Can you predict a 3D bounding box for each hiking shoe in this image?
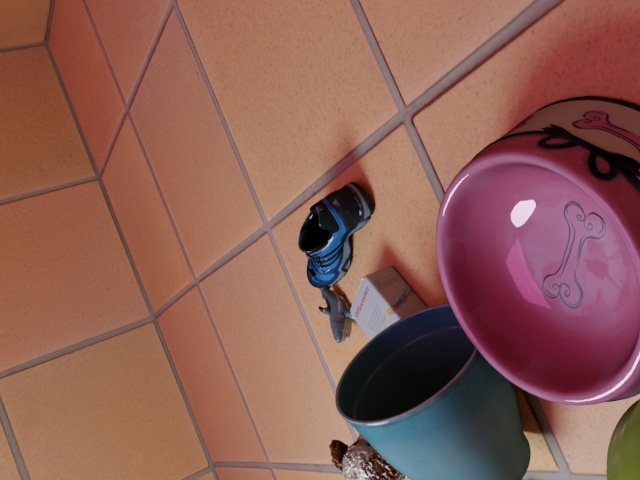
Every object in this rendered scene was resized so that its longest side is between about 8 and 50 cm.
[{"bbox_3d":[0.000,0.000,1.418,0.113,0.132,0.304,53,146,27],"label":"hiking shoe"}]

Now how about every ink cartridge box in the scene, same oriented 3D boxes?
[{"bbox_3d":[0.146,0.156,1.328,0.175,0.072,0.127,52,146,29],"label":"ink cartridge box"}]

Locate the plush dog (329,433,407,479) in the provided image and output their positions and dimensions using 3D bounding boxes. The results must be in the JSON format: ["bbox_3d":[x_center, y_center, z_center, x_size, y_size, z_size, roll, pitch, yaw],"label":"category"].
[{"bbox_3d":[0.140,0.409,1.335,0.262,0.225,0.211,-33,78,59],"label":"plush dog"}]

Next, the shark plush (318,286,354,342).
[{"bbox_3d":[0.028,0.146,1.523,0.161,0.067,0.073,66,150,8],"label":"shark plush"}]

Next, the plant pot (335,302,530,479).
[{"bbox_3d":[0.207,0.287,1.127,0.255,0.271,0.271,54,154,-17],"label":"plant pot"}]

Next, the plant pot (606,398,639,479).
[{"bbox_3d":[0.450,0.204,0.622,0.366,0.366,0.353,58,160,21],"label":"plant pot"}]

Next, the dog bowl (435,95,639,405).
[{"bbox_3d":[0.319,0.030,0.895,0.408,0.150,0.408,36,136,45],"label":"dog bowl"}]
